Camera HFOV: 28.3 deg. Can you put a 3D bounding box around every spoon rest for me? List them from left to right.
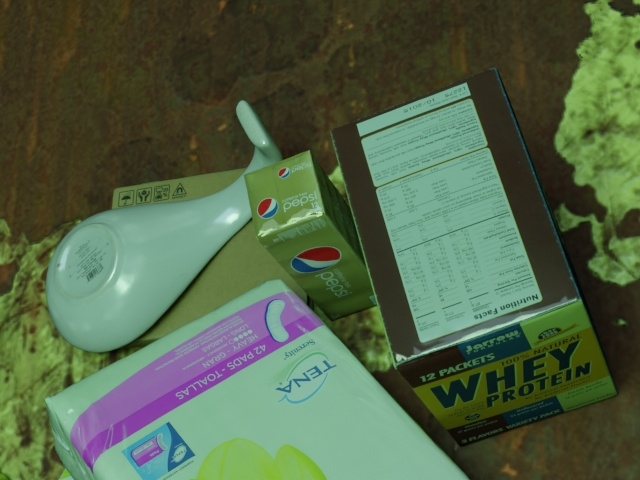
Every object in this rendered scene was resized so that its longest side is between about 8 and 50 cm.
[{"bbox_3d":[-0.138,-0.006,1.139,0.276,0.084,0.137,-38,56,15],"label":"spoon rest"}]

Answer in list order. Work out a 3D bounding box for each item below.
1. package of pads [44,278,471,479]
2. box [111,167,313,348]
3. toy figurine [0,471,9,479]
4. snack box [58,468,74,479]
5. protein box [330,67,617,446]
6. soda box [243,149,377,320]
[{"bbox_3d":[-0.036,0.185,0.967,0.229,0.101,0.296,-27,56,-25],"label":"package of pads"},{"bbox_3d":[-0.103,0.013,1.163,0.201,0.021,0.164,-8,63,16],"label":"box"},{"bbox_3d":[-0.330,0.305,0.992,0.191,0.217,0.363,-31,59,4],"label":"toy figurine"},{"bbox_3d":[-0.183,0.238,1.044,0.100,0.037,0.141,5,43,21],"label":"snack box"},{"bbox_3d":[0.120,0.019,0.972,0.136,0.200,0.201,-20,60,10],"label":"protein box"},{"bbox_3d":[0.000,0.000,1.037,0.058,0.181,0.061,-19,61,10],"label":"soda box"}]
